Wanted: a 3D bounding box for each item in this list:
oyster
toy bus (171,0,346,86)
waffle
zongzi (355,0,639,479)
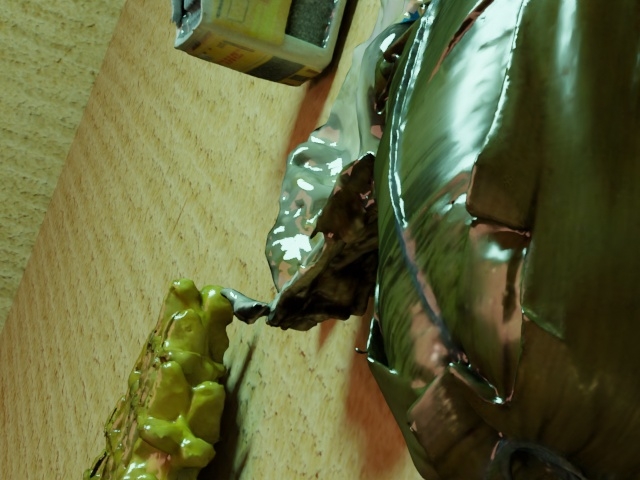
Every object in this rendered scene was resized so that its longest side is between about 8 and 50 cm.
[{"bbox_3d":[0.029,-0.046,0.935,0.214,0.083,0.223,-52,17,43],"label":"oyster"},{"bbox_3d":[-0.014,-0.288,1.310,0.097,0.138,0.343,159,129,-73],"label":"toy bus"},{"bbox_3d":[-0.119,0.169,1.244,0.260,0.069,0.293,-82,16,-48],"label":"waffle"},{"bbox_3d":[0.115,-0.064,0.554,0.274,0.125,0.251,-55,19,31],"label":"zongzi"}]
